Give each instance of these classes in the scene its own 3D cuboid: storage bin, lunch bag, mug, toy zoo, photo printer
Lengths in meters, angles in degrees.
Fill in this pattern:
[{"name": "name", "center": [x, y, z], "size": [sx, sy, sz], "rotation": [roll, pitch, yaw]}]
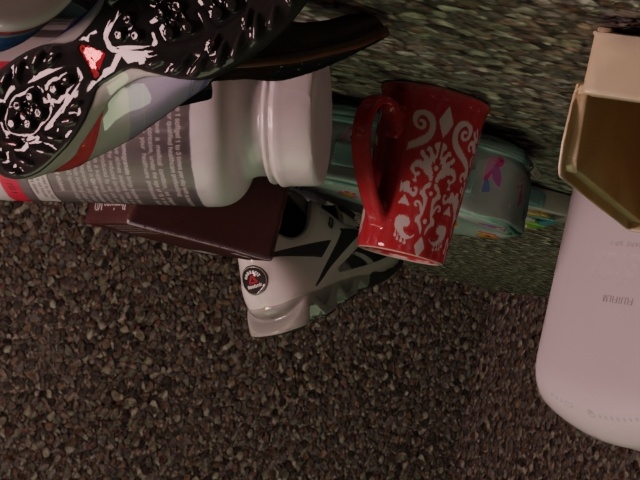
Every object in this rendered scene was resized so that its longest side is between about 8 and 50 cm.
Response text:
[{"name": "storage bin", "center": [0.346, -0.064, 1.231], "size": [0.262, 0.123, 0.260], "rotation": [11, 176, 25]}, {"name": "lunch bag", "center": [0.110, -0.081, 1.836], "size": [0.279, 0.108, 0.224], "rotation": [12, 175, 13]}, {"name": "mug", "center": [0.082, -0.070, 1.631], "size": [0.150, 0.169, 0.113], "rotation": [14, 176, -18]}, {"name": "toy zoo", "center": [0.246, -0.058, 2.236], "size": [0.192, 0.030, 0.293], "rotation": [13, 175, -6]}, {"name": "photo printer", "center": [0.336, 0.056, 1.602], "size": [0.107, 0.307, 0.256], "rotation": [15, 176, -31]}]

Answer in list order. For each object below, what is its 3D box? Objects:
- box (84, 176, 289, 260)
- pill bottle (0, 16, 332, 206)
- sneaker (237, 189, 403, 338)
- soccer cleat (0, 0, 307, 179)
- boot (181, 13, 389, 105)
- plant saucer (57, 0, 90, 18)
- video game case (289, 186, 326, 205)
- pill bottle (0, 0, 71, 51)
[{"name": "box", "center": [-0.130, -0.096, 1.706], "size": [0.167, 0.203, 0.168], "rotation": [15, 175, -23]}, {"name": "pill bottle", "center": [-0.154, -0.120, 1.509], "size": [0.318, 0.176, 0.176], "rotation": [2, 174, 9]}, {"name": "sneaker", "center": [0.000, 0.000, 1.905], "size": [0.122, 0.146, 0.330], "rotation": [-15, -174, 24]}, {"name": "soccer cleat", "center": [-0.122, -0.145, 1.204], "size": [0.318, 0.109, 0.116], "rotation": [-30, 175, 30]}, {"name": "boot", "center": [-0.056, -0.182, 1.320], "size": [0.219, 0.106, 0.082], "rotation": [-15, 178, -13]}, {"name": "plant saucer", "center": [-0.270, -0.235, 1.516], "size": [0.119, 0.021, 0.119], "rotation": [13, 175, 1]}, {"name": "video game case", "center": [-0.201, -0.111, 2.013], "size": [0.329, 0.036, 0.300], "rotation": [10, 173, 45]}, {"name": "pill bottle", "center": [-0.247, -0.202, 1.183], "size": [0.124, 0.124, 0.221], "rotation": [14, 175, -17]}]
